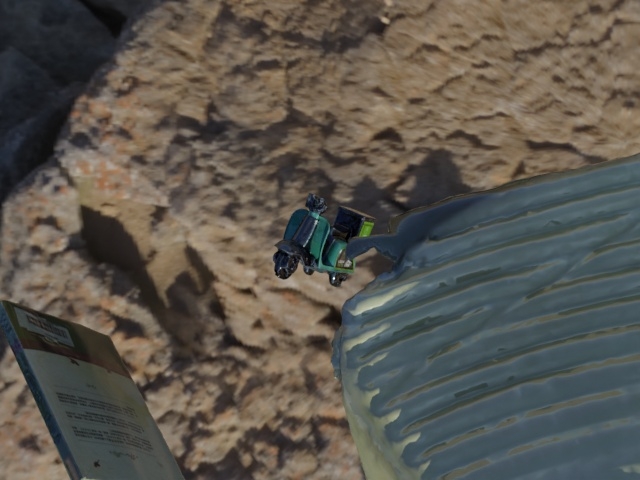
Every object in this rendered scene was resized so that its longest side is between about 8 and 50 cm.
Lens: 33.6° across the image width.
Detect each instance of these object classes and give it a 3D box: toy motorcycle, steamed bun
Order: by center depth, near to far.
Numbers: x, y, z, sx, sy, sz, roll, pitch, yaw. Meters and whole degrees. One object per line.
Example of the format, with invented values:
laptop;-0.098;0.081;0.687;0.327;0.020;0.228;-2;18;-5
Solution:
steamed bun;0.181;0.119;0.687;0.290;0.272;0.273;-28;58;9
toy motorcycle;0.000;0.000;1.207;0.058;0.173;0.100;23;95;26

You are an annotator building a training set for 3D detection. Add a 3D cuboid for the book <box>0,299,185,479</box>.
book;-0.275;0.198;1.288;0.026;0.201;0.289;-44;53;11
